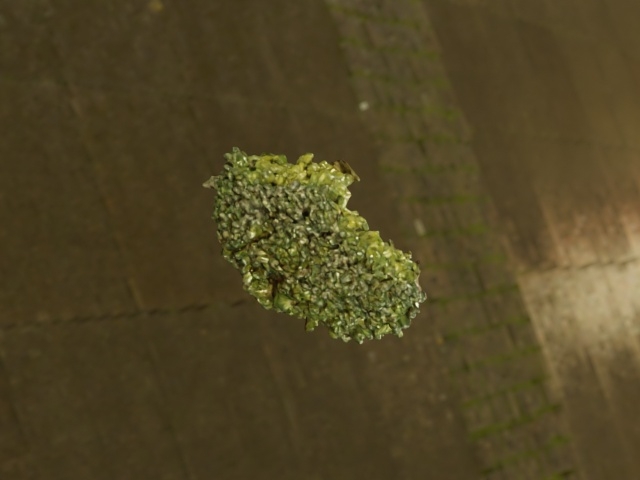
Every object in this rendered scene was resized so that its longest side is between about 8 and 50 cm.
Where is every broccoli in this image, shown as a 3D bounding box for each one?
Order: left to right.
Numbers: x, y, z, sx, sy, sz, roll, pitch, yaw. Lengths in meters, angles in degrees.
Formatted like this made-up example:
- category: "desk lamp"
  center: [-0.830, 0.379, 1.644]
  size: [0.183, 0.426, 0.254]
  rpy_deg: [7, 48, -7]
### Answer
- category: "broccoli"
  center: [0.000, 0.000, 0.804]
  size: [0.092, 0.097, 0.095]
  rpy_deg: [-45, 131, -67]
